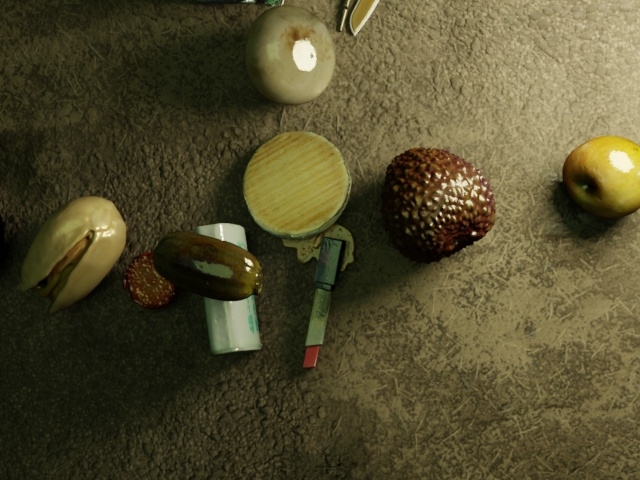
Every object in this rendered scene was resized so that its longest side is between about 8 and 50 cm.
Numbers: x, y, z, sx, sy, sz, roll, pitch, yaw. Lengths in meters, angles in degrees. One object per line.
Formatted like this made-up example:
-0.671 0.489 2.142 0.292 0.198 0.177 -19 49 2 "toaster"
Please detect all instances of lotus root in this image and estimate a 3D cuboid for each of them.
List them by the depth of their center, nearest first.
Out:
-0.234 0.053 1.604 0.241 0.123 0.124 16 97 15 "lotus root"

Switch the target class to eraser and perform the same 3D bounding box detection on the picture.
-0.208 0.113 1.751 0.104 0.189 0.290 -10 83 14 "eraser"

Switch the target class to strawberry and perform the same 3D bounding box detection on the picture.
-0.392 0.095 1.836 0.145 0.086 0.145 -1 84 11 "strawberry"

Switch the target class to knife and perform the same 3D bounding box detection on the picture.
0.131 -0.604 1.835 0.046 0.022 0.256 27 91 7 "knife"

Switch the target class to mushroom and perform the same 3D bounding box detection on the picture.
-0.075 -0.423 1.775 0.178 0.226 0.226 14 87 52 "mushroom"

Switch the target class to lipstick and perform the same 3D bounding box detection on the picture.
0.003 0.149 1.768 0.051 0.051 0.312 11 95 9 "lipstick"

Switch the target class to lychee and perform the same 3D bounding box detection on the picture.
0.240 -0.090 1.674 0.271 0.271 0.271 -1 85 10 "lychee"

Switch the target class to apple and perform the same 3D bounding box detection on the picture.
0.617 -0.136 1.643 0.155 0.182 0.182 -27 80 -23 "apple"

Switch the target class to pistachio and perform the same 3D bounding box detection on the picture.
-0.590 0.026 1.843 0.187 0.187 0.299 44 100 10 "pistachio"

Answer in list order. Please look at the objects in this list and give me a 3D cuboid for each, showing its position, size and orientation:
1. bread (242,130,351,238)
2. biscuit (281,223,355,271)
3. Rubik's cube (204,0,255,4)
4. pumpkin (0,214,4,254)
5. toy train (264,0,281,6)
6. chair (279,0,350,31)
-0.056 -0.128 1.800 0.267 0.040 0.267 -3 73 10 "bread"
-0.001 -0.006 1.806 0.184 0.027 0.133 12 88 9 "biscuit"
-0.228 -0.665 1.787 0.224 0.265 0.213 1 101 10 "Rubik's cube"
-0.927 -0.013 1.858 0.323 0.241 0.323 -1 87 16 "pumpkin"
-0.097 -0.603 1.872 0.092 0.029 0.045 -21 75 9 "toy train"
0.015 -0.656 1.777 0.188 0.166 0.272 16 84 -3 "chair"
